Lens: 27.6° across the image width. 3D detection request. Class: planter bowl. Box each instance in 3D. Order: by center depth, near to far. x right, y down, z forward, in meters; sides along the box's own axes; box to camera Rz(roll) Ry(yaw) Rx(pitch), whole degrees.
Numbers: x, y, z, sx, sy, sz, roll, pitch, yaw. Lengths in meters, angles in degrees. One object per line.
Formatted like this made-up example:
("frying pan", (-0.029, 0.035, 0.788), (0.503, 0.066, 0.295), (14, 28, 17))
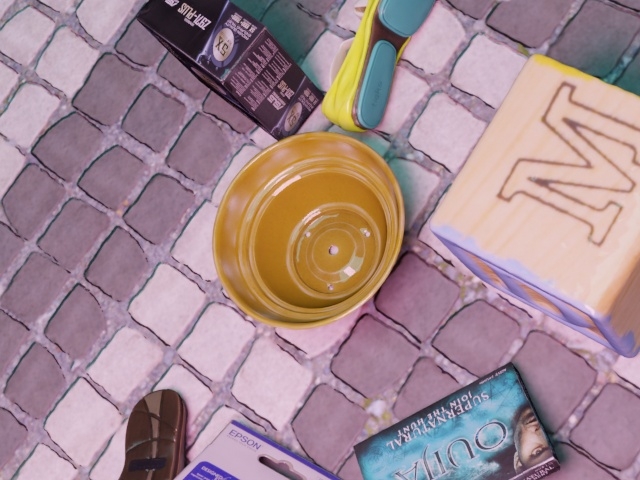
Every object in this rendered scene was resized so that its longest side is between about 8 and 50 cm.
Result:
("planter bowl", (0.000, 0.000, 1.391), (0.217, 0.090, 0.217), (-7, 70, 20))

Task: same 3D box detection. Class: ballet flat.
("ballet flat", (0.061, -0.231, 1.458), (0.077, 0.077, 0.231), (16, 81, 43))

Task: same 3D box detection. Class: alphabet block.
("alphabet block", (0.250, -0.030, 1.241), (0.193, 0.192, 0.197), (30, 87, 26))

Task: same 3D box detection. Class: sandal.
("sandal", (-0.184, 0.268, 1.401), (0.090, 0.060, 0.219), (-7, 55, 21))

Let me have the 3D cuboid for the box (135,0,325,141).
("box", (-0.097, -0.203, 1.450), (0.147, 0.180, 0.077), (38, 88, 28))

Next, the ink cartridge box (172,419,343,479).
("ink cartridge box", (-0.113, 0.319, 1.258), (0.165, 0.065, 0.333), (26, 40, 20))

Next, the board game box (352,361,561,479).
("board game box", (0.131, 0.213, 1.278), (0.186, 0.026, 0.126), (-31, 43, 11))
